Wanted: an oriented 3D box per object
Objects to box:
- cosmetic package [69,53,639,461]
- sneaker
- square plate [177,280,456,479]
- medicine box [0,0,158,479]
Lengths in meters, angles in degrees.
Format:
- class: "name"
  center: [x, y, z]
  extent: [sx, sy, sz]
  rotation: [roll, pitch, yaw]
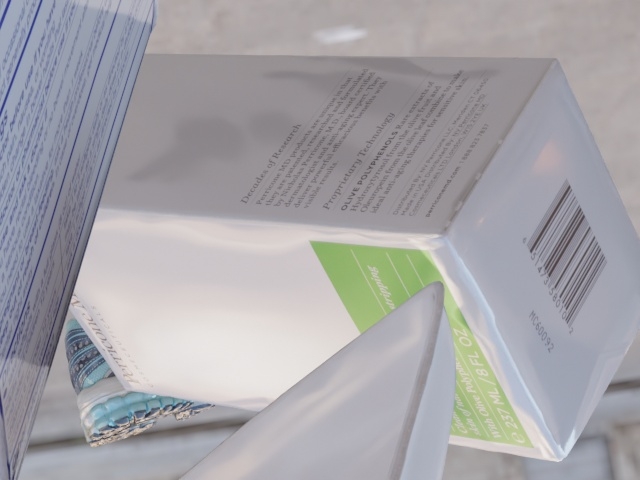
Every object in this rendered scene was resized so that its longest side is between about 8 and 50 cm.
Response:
- class: "cosmetic package"
  center: [0.000, 0.000, 1.215]
  extent: [0.365, 0.197, 0.155]
  rotation: [3, -134, 40]
- class: "sneaker"
  center: [-0.126, 0.094, 1.745]
  extent: [0.110, 0.122, 0.283]
  rotation: [-26, 172, 26]
- class: "square plate"
  center: [-0.053, 0.228, 0.791]
  extent: [0.049, 0.344, 0.347]
  rotation: [27, 145, -16]
- class: "medicine box"
  center: [-0.157, -0.089, 0.699]
  extent: [0.149, 0.263, 0.289]
  rotation: [10, 144, 3]
